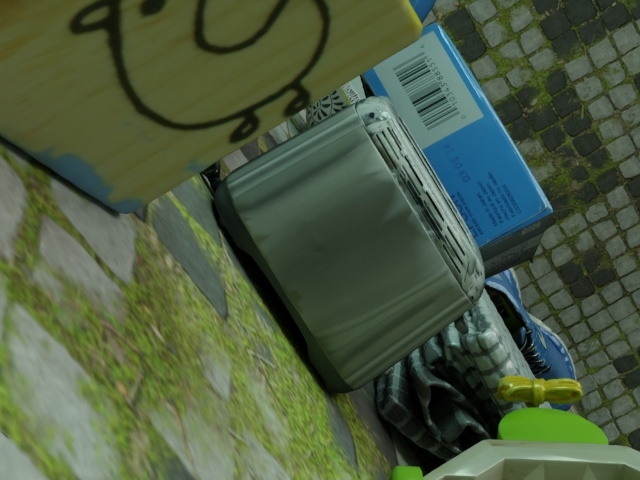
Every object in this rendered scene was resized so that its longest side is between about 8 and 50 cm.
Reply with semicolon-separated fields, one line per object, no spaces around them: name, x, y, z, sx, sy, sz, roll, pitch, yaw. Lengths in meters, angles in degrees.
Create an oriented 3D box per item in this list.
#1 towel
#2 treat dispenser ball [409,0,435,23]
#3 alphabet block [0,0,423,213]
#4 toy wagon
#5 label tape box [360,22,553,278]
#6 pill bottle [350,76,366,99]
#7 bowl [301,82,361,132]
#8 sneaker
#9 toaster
towel;0.146;0.155;1.024;0.235;0.121;0.284;58;9;-16
treat dispenser ball;-0.030;-0.266;0.887;0.288;0.288;0.288;56;11;-16
alphabet block;-0.094;-0.162;0.545;0.193;0.197;0.192;65;12;26
toy wagon;0.179;0.198;0.713;0.344;0.267;0.068;-94;-173;-69
label tape box;0.155;-0.076;1.258;0.241;0.106;0.334;62;1;13
pill bottle;0.134;-0.177;1.627;0.210;0.210;0.363;62;10;17
bowl;0.028;-0.128;1.349;0.170;0.080;0.170;56;10;-16
sneaker;0.338;0.182;1.907;0.330;0.129;0.147;54;25;-10
toaster;0.024;-0.010;0.815;0.227;0.146;0.129;58;10;-6
